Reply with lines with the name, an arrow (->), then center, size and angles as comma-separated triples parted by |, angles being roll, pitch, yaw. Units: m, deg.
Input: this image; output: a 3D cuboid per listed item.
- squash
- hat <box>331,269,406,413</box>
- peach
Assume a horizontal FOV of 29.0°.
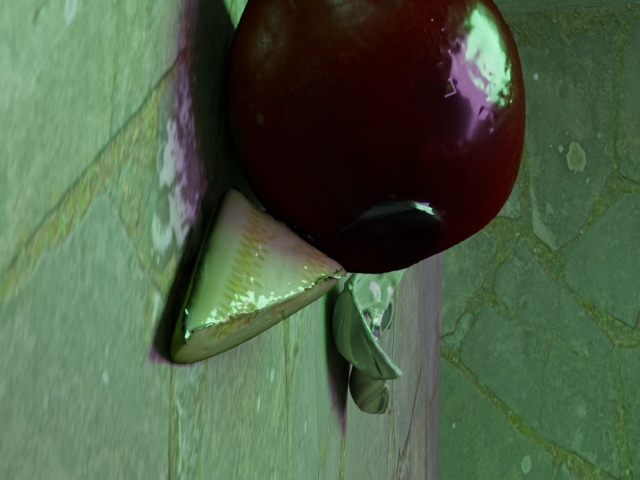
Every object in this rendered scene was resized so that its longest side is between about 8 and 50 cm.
squash -> -0.071, 0.081, 1.249 | 0.169, 0.093, 0.252 | 34, 34, -16
hat -> 0.061, 0.153, 2.000 | 0.226, 0.164, 0.220 | -48, -154, 44
peach -> 0.064, -0.133, 1.399 | 0.406, 0.334, 0.310 | 79, 10, -52
